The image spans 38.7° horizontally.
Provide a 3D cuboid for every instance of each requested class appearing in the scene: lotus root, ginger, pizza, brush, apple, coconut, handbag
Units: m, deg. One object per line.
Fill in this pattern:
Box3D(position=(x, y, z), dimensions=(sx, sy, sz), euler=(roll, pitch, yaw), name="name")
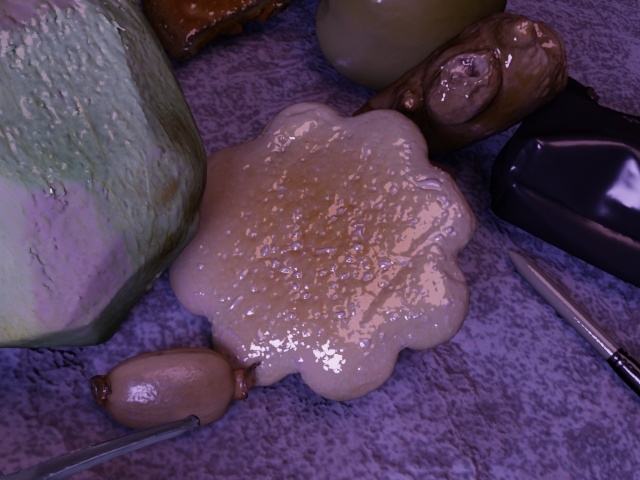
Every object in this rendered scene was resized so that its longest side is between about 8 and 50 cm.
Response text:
Box3D(position=(-0.125, 0.131, 0.799), dimensions=(0.150, 0.062, 0.073), euler=(-2, 95, -16), name="lotus root")
Box3D(position=(0.155, -0.163, 1.052), dimensions=(0.270, 0.219, 0.123), euler=(-31, 84, 7), name="ginger")
Box3D(position=(-0.123, -0.319, 1.139), dimensions=(0.197, 0.058, 0.292), euler=(4, 54, -6), name="pizza")
Box3D(position=(0.312, 0.119, 1.007), dimensions=(0.299, 0.042, 0.039), euler=(45, 38, 19), name="brush")
Box3D(position=(0.105, -0.352, 1.143), dimensions=(0.257, 0.233, 0.295), euler=(-8, 59, -20), name="apple")
Box3D(position=(-0.235, -0.051, 0.760), dimensions=(0.281, 0.328, 0.329), euler=(-4, 48, 19), name="coconut")
Box3D(position=(0.388, -0.082, 1.122), dimensions=(0.342, 0.152, 0.288), euler=(27, 38, -1), name="handbag")

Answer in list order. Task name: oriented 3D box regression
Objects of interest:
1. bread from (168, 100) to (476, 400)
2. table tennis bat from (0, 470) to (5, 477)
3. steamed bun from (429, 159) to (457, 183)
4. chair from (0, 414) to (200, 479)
Box3D(position=(0.000, 0.000, 0.882), dimensions=(0.315, 0.054, 0.316), euler=(-2, 68, 4), name="bread")
Box3D(position=(-0.347, 0.132, 0.737), dimensions=(0.237, 0.038, 0.149), euler=(39, 50, 13), name="table tennis bat")
Box3D(position=(0.074, -0.020, 0.966), dimensions=(0.144, 0.106, 0.175), euler=(13, 55, -8), name="steamed bun")
Box3D(position=(-0.211, 0.220, 0.625), dimensions=(0.274, 0.203, 0.191), euler=(0, 44, -31), name="chair")
